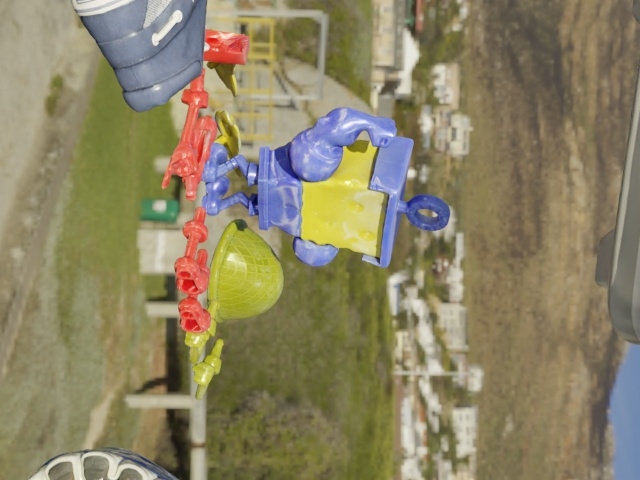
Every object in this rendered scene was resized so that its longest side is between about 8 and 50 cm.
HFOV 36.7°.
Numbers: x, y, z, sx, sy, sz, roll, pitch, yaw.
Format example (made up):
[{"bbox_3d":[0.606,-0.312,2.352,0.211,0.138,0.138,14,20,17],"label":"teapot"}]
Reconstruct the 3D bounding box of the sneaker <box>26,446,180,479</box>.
[{"bbox_3d":[-0.049,0.249,0.587,0.330,0.130,0.147,54,-1,-4],"label":"sneaker"}]

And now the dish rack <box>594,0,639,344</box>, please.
[{"bbox_3d":[0.288,-0.061,0.636,0.072,0.333,0.285,12,-81,47],"label":"dish rack"}]

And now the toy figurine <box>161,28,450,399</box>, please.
[{"bbox_3d":[0.000,0.000,0.836,0.362,0.217,0.191,92,5,-50],"label":"toy figurine"}]

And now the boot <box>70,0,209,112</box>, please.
[{"bbox_3d":[-0.101,-0.157,0.633,0.190,0.069,0.086,-65,141,-55],"label":"boot"}]
